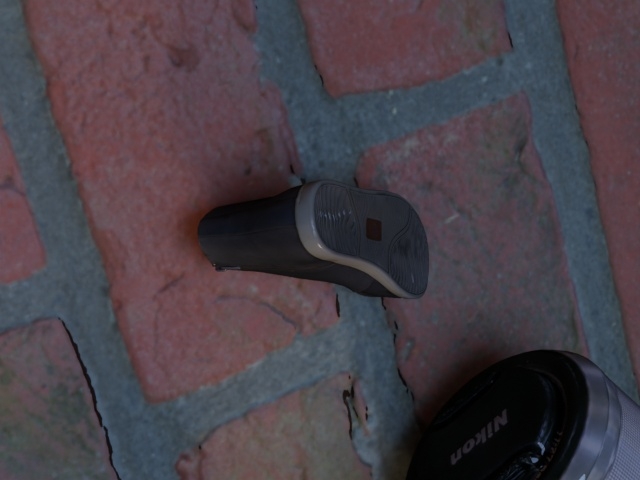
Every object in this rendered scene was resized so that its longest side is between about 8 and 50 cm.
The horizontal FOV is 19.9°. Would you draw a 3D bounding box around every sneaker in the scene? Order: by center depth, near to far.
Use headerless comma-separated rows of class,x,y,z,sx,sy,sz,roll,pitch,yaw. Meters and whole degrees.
sneaker,0.000,0.000,1.504,0.222,0.118,0.083,26,62,-56

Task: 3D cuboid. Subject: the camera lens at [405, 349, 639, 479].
camera lens,0.223,0.243,1.562,0.274,0.219,0.219,41,77,-26
